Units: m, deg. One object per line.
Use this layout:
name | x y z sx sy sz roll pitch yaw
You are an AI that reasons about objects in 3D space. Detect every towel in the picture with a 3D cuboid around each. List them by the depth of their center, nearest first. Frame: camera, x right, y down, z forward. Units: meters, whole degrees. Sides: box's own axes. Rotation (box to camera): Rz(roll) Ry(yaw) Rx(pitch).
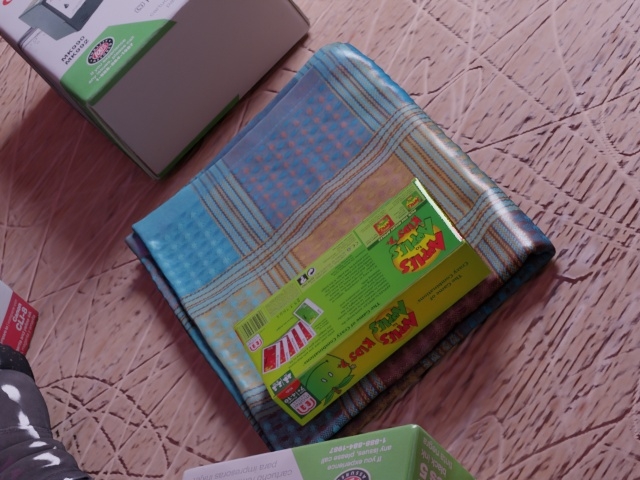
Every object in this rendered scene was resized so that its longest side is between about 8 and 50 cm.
towel | 0.000 0.000 1.508 0.271 0.040 0.370 -43 38 2

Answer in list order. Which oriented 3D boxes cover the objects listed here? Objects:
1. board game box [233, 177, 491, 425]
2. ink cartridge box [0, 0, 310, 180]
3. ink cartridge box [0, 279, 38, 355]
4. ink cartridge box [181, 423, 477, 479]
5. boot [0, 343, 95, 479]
board game box | 0.029 0.045 1.384 0.181 0.043 0.092 -39 41 5
ink cartridge box | -0.176 -0.214 1.792 0.211 0.121 0.289 -46 38 -4
ink cartridge box | -0.368 0.075 1.650 0.128 0.176 0.127 -11 49 34
ink cartridge box | -0.009 0.275 1.198 0.198 0.115 0.273 -15 46 31
boot | -0.339 0.253 1.520 0.338 0.118 0.223 -44 44 8
